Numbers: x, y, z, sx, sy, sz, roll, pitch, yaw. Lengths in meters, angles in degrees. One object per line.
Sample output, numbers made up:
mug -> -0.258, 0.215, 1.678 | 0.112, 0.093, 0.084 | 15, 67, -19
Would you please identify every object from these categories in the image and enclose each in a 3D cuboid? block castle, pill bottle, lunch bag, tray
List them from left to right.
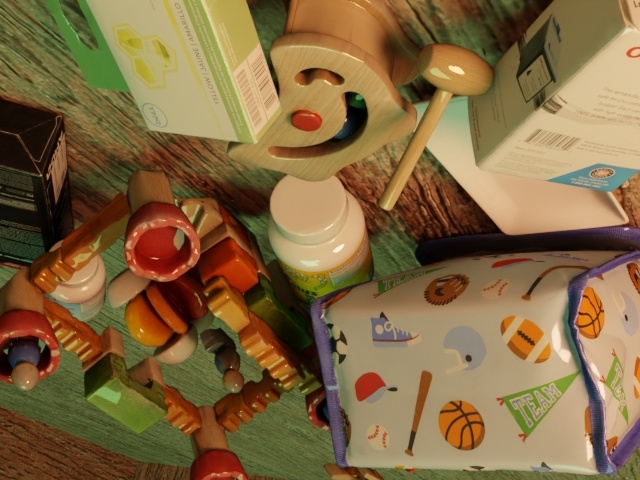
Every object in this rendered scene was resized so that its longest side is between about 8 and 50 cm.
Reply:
pill bottle -> -0.347, 0.056, 1.206 | 0.087, 0.087, 0.160 | 16, 155, -7
block castle -> -0.166, 0.155, 1.110 | 0.303, 0.213, 0.453 | -37, 126, 8
pill bottle -> 0.000, 0.000, 1.047 | 0.118, 0.117, 0.208 | 7, 156, 12
lunch bag -> 0.230, 0.110, 1.013 | 0.328, 0.238, 0.385 | -6, -177, 36
tray -> 0.205, -0.082, 0.875 | 0.145, 0.030, 0.270 | -5, 151, 36

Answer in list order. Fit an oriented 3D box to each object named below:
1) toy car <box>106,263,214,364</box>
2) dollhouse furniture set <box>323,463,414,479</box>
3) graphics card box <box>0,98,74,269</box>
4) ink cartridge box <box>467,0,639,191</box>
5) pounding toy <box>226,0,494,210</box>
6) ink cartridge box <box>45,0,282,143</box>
toy car -> -0.215, 0.080, 1.282 | 0.136, 0.182, 0.159 | -32, 105, 25
dollhouse furniture set -> 0.121, 0.330, 1.591 | 0.135, 0.262, 0.259 | 26, -173, -31
graphics card box -> -0.458, -0.073, 1.139 | 0.233, 0.094, 0.371 | 15, 157, -7
ink cartridge box -> 0.223, -0.122, 0.662 | 0.140, 0.082, 0.190 | 7, 151, -21
pounding toy -> 0.002, -0.116, 0.746 | 0.154, 0.154, 0.270 | 25, 150, -29
ink cartridge box -> -0.159, -0.173, 0.714 | 0.235, 0.056, 0.171 | 10, 139, 30
